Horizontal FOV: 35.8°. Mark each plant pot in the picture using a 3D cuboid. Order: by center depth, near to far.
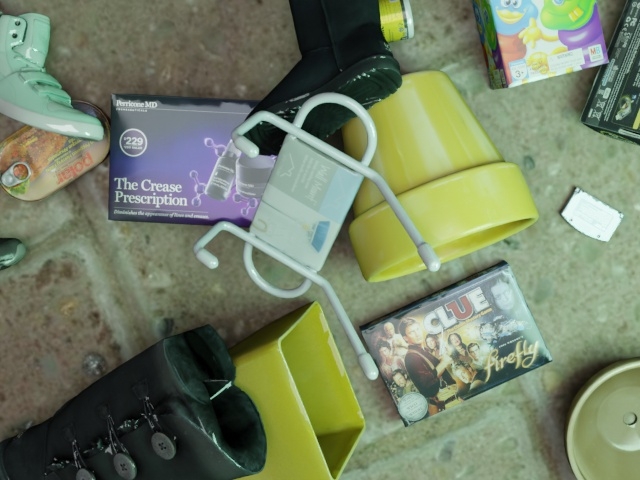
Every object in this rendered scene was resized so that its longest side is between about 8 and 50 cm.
[{"bbox_3d":[0.141,-0.094,1.373,0.254,0.254,0.239,-20,80,3],"label":"plant pot"},{"bbox_3d":[-0.075,0.236,1.433,0.187,0.212,0.212,-19,97,17],"label":"plant pot"},{"bbox_3d":[0.473,0.280,1.468,0.237,0.110,0.237,0,97,2],"label":"plant pot"}]

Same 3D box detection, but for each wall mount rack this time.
[{"bbox_3d":[0.000,0.000,1.282,0.304,0.130,0.350,31,129,8],"label":"wall mount rack"}]

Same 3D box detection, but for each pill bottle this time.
[{"bbox_3d":[0.072,-0.312,1.423,0.116,0.065,0.065,-10,97,3],"label":"pill bottle"}]

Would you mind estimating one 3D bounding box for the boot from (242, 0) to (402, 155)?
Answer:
[{"bbox_3d":[-0.014,-0.248,1.343,0.246,0.094,0.207,-27,56,23],"label":"boot"}]

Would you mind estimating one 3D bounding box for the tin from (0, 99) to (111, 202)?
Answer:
[{"bbox_3d":[-0.393,-0.132,1.470,0.189,0.040,0.106,-31,92,5],"label":"tin"}]

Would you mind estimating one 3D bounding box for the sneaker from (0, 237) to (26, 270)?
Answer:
[{"bbox_3d":[-0.571,0.010,1.459,0.267,0.101,0.106,-6,95,1],"label":"sneaker"}]

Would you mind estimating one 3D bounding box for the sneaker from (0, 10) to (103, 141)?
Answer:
[{"bbox_3d":[-0.398,-0.240,1.401,0.256,0.094,0.151,25,93,18],"label":"sneaker"}]

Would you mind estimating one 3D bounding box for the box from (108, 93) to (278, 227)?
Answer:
[{"bbox_3d":[-0.167,-0.116,1.436,0.261,0.103,0.184,2,95,1],"label":"box"}]

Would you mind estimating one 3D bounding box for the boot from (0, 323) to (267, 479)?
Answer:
[{"bbox_3d":[-0.234,0.358,1.389,0.445,0.146,0.367,-32,96,29],"label":"boot"}]

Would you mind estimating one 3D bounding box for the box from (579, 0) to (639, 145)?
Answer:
[{"bbox_3d":[0.551,-0.295,1.300,0.097,0.318,0.395,15,98,-38],"label":"box"}]

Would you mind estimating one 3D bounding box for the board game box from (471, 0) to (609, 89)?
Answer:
[{"bbox_3d":[0.286,-0.361,1.374,0.144,0.142,0.275,-14,97,3],"label":"board game box"}]

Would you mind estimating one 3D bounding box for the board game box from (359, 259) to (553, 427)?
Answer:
[{"bbox_3d":[0.202,0.155,1.491,0.243,0.042,0.165,-26,96,4],"label":"board game box"}]

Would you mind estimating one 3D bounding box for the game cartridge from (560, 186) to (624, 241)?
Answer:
[{"bbox_3d":[0.402,-0.036,1.477,0.083,0.017,0.056,31,93,-3],"label":"game cartridge"}]
